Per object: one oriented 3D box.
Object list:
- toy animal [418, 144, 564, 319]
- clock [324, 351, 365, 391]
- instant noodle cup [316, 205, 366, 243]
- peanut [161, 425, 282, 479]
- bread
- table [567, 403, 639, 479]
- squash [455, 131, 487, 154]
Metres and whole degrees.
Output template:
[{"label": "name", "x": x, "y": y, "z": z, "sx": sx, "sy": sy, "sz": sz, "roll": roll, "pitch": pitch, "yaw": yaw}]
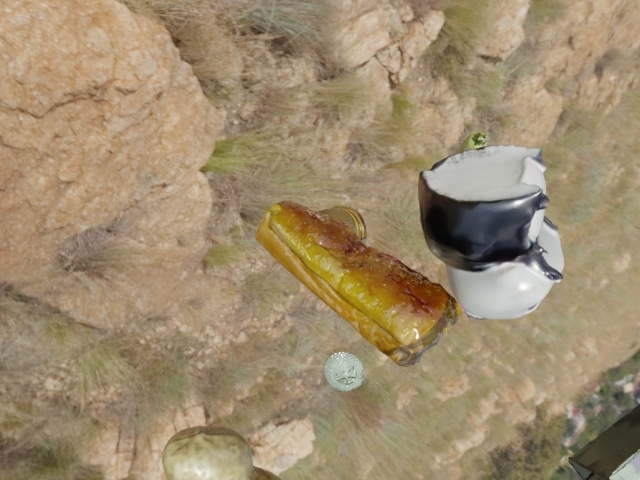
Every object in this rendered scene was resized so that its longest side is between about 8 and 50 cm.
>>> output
[{"label": "toy animal", "x": 0.317, "y": 0.001, "z": 0.769, "sx": 0.251, "sy": 0.251, "sz": 0.309, "roll": -35, "pitch": 123, "yaw": -21}, {"label": "clock", "x": 0.045, "y": 0.247, "z": 0.788, "sx": 0.074, "sy": 0.010, "sz": 0.083, "roll": -24, "pitch": 102, "yaw": 4}, {"label": "instant noodle cup", "x": 0.000, "y": 0.000, "z": 1.220, "sx": 0.091, "sy": 0.274, "sz": 0.274, "roll": 34, "pitch": 92, "yaw": -43}, {"label": "peanut", "x": -0.167, "y": 0.431, "z": 0.754, "sx": 0.137, "sy": 0.122, "sz": 0.253, "roll": -44, "pitch": 96, "yaw": 3}, {"label": "bread", "x": 0.064, "y": 0.047, "z": 0.744, "sx": 0.185, "sy": 0.380, "sz": 0.109, "roll": -22, "pitch": 143, "yaw": -48}, {"label": "table", "x": 0.248, "y": 0.214, "z": 0.286, "sx": 0.175, "sy": 0.146, "sz": 0.062, "roll": -35, "pitch": 164, "yaw": -3}, {"label": "squash", "x": 0.477, "y": -0.280, "z": 1.290, "sx": 0.094, "sy": 0.094, "sz": 0.224, "roll": -50, "pitch": 168, "yaw": -4}]
